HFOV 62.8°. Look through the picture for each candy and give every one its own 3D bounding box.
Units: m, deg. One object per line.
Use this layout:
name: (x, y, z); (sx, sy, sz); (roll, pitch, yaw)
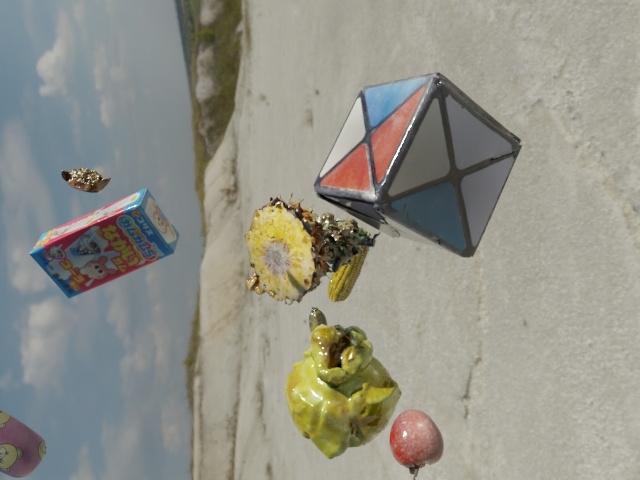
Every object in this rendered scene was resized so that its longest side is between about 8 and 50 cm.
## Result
candy: (-0.517, 0.009, 1.276); (0.100, 0.306, 0.157); (-101, -13, -59)

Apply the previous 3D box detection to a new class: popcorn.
popcorn: (0.052, 0.329, 1.189); (0.225, 0.277, 0.276); (-59, -36, -78)

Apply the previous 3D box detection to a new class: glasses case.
glasses case: (-0.893, 0.518, 1.410); (0.076, 0.316, 0.123); (-45, 14, 31)

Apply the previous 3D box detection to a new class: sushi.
sushi: (-0.620, -0.163, 1.392); (0.052, 0.120, 0.055); (-48, -26, -61)

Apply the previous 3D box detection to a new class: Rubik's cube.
Rubik's cube: (0.219, -0.160, 1.198); (0.305, 0.310, 0.307); (16, 81, 60)

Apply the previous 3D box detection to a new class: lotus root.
lotus root: (-0.007, 0.246, 1.576); (0.054, 0.049, 0.099); (-8, 93, 52)

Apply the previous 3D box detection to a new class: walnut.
walnut: (-0.188, 0.137, 1.849); (0.170, 0.143, 0.069); (-101, 20, -71)

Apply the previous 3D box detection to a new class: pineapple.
pineapple: (0.000, 0.000, 1.272); (0.262, 0.272, 0.262); (15, 111, 43)

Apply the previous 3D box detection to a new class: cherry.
cherry: (0.194, 0.424, 1.000); (0.225, 0.107, 0.090); (-99, 24, -44)

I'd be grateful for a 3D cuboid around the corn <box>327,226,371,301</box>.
corn: (0.104, 0.093, 1.946); (0.115, 0.115, 0.317); (-116, 39, -57)
